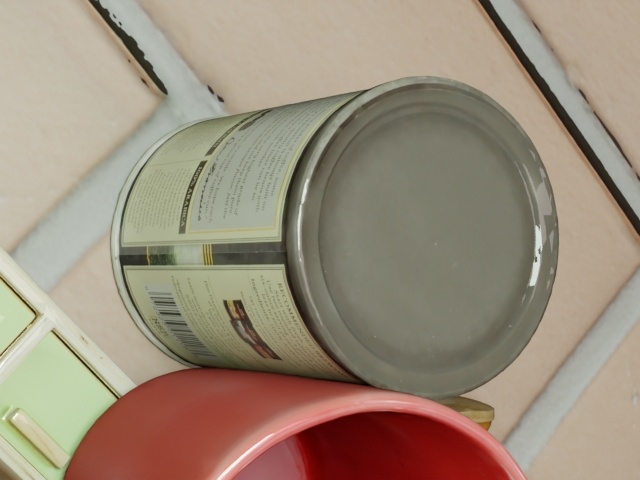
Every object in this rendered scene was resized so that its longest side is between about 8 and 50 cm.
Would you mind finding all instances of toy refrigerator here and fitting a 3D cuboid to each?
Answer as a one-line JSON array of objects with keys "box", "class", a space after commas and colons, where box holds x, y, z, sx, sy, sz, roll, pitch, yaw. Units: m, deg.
[{"box": [-0.241, 0.058, 1.004, 0.269, 0.094, 0.102, 50, 65, -21], "class": "toy refrigerator"}]

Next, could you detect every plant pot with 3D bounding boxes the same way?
[{"box": [-0.033, 0.198, 0.937, 0.275, 0.243, 0.275, -6, 102, -28], "class": "plant pot"}]

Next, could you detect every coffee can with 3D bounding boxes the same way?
[{"box": [0.000, 0.000, 1.046, 0.201, 0.275, 0.201, 1, 89, -31], "class": "coffee can"}]

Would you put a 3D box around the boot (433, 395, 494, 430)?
[{"box": [0.006, 0.233, 1.157, 0.295, 0.104, 0.211, -6, 97, -26], "class": "boot"}]
